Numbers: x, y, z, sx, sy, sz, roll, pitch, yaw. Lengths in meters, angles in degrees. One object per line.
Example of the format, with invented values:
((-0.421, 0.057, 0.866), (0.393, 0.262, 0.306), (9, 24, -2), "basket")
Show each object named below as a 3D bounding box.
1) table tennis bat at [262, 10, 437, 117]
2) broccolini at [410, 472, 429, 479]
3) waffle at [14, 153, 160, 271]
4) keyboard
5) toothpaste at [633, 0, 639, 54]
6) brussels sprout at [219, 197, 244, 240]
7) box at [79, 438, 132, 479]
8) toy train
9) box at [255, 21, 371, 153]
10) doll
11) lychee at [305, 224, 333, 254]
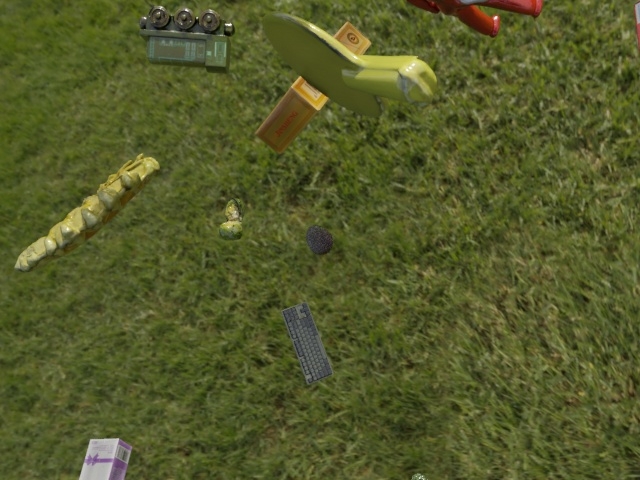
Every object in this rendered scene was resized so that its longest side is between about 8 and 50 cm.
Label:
((0.038, -0.244, 0.933), (0.054, 0.224, 0.368), (-53, 33, -3), "table tennis bat")
((0.098, 0.341, 0.835), (0.030, 0.140, 0.035), (47, 126, 17), "broccolini")
((-0.388, -0.039, 1.096), (0.261, 0.056, 0.250), (-23, 24, 36), "waffle")
((-0.022, 0.169, 1.087), (0.049, 0.015, 0.129), (-18, 81, -14), "keyboard")
((0.515, -0.220, 0.951), (0.066, 0.076, 0.321), (-24, 50, 48), "toothpaste")
((-0.166, -0.037, 1.267), (0.046, 0.051, 0.084), (16, 64, -4), "brussels sprout")
((-0.286, 0.319, 0.851), (0.050, 0.036, 0.117), (-7, 54, 21), "box")
((-0.317, -0.472, 1.556), (0.225, 0.090, 0.137), (4, 93, -1), "toy train")
((-0.014, -0.326, 1.404), (0.174, 0.076, 0.274), (-38, 16, 51), "box")
((0.226, -0.481, 1.249), (0.188, 0.383, 0.099), (-3, 80, 63), "doll")
((0.000, 0.000, 1.596), (0.083, 0.068, 0.067), (48, 132, -7), "lychee")
